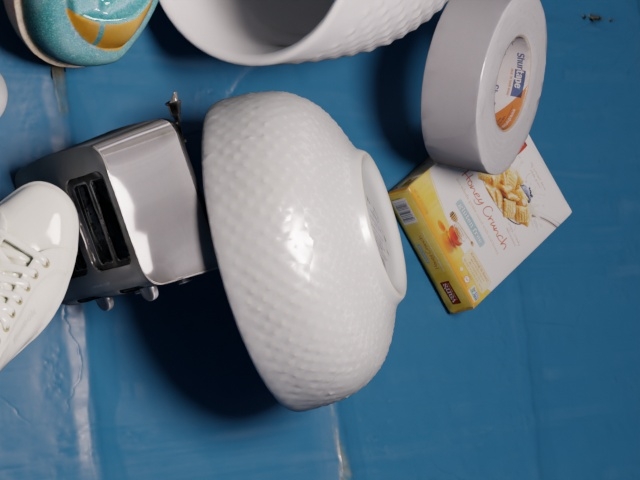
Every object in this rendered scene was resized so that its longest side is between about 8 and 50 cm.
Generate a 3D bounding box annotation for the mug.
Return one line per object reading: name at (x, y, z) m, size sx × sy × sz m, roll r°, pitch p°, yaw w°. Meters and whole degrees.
mug at (0.016, -0.382, 2.003) m, size 0.328 × 0.276 × 0.374 m, roll -13°, pitch 109°, yaw -55°

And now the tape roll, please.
tape roll at (0.193, -0.189, 2.155) m, size 0.219 × 0.072 × 0.219 m, roll -40°, pitch 136°, yaw -53°

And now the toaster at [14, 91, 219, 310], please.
toaster at (-0.198, -0.031, 1.820) m, size 0.110 × 0.168 × 0.185 m, roll -23°, pitch 97°, yaw -42°

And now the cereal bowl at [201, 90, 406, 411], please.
cereal bowl at (0.000, 0.000, 1.908) m, size 0.339 × 0.141 × 0.338 m, roll -15°, pitch 90°, yaw -79°

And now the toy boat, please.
toy boat at (-0.263, -0.229, 1.783) m, size 0.318 × 0.148 × 0.267 m, roll -39°, pitch 150°, yaw -24°

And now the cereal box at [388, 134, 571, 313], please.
cereal box at (0.198, -0.045, 2.271) m, size 0.240 × 0.047 × 0.173 m, roll -41°, pitch 106°, yaw -40°

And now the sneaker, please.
sneaker at (-0.302, 0.065, 1.691) m, size 0.106 × 0.123 × 0.290 m, roll 30°, pitch 70°, yaw -8°
